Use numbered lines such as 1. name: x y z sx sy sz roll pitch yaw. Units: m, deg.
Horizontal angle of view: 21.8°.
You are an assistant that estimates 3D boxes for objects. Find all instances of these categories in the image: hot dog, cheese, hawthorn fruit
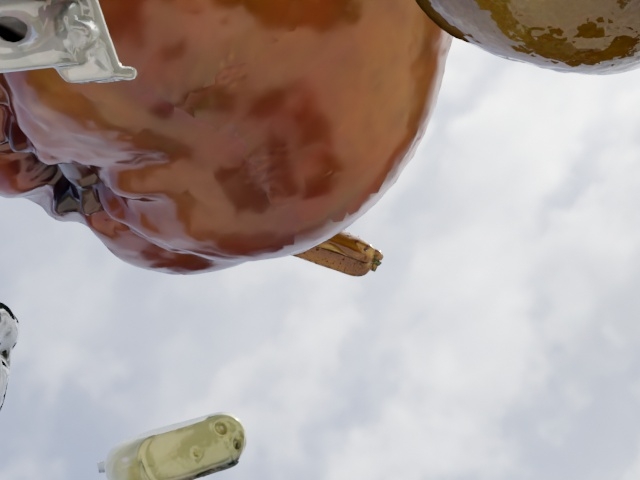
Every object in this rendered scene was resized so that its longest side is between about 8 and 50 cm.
1. hot dog: 0.000 0.000 1.524 0.049 0.122 0.037 94 -161 -52
2. cheese: -0.162 0.206 1.570 0.127 0.251 0.054 -16 -92 -26
3. hawthorn fruit: -0.102 -0.211 1.283 0.472 0.472 0.471 -14 -61 -27

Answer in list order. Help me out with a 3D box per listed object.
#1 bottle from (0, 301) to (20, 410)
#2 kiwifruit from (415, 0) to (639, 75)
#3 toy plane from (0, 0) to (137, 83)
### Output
1. bottle: -0.255 -0.026 0.575 0.144 0.336 0.144 -52 -9 -11
2. kiwifruit: 0.143 -0.206 0.883 0.196 0.196 0.234 11 -71 -36
3. toy plane: -0.128 -0.197 0.818 0.117 0.245 0.244 -43 -31 -71
